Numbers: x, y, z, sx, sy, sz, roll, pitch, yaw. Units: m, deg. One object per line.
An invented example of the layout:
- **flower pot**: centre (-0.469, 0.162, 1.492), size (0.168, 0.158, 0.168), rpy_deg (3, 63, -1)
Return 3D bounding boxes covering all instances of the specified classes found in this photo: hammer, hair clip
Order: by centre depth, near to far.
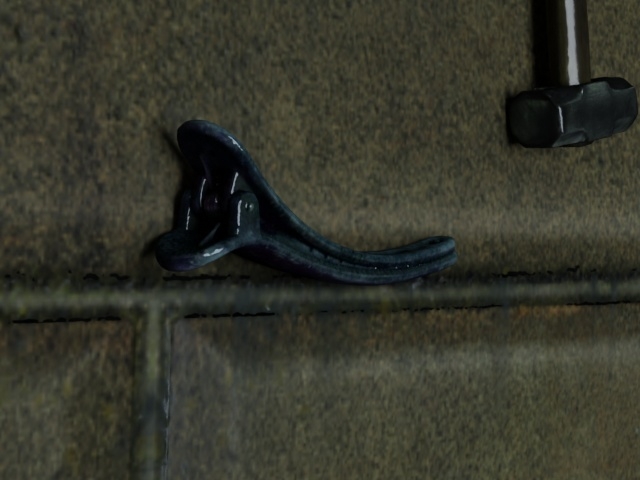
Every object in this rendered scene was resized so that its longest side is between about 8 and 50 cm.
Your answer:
- **hair clip**: centre (0.000, 0.000, 1.175), size (0.275, 0.048, 0.083), rpy_deg (19, 76, -56)
- **hammer**: centre (0.165, -0.247, 1.365), size (0.111, 0.043, 0.365), rpy_deg (-12, 100, -50)
